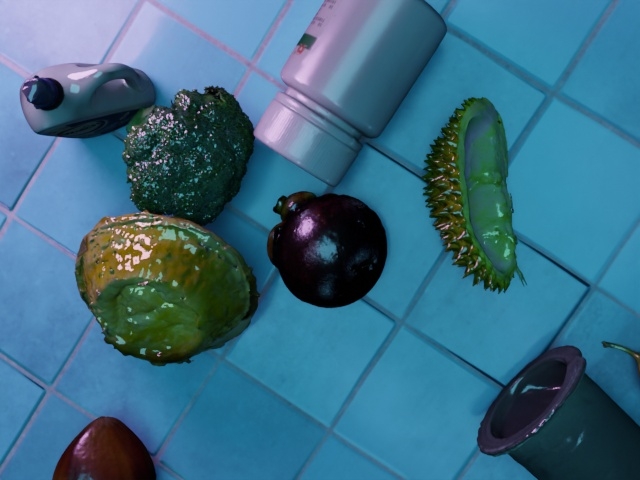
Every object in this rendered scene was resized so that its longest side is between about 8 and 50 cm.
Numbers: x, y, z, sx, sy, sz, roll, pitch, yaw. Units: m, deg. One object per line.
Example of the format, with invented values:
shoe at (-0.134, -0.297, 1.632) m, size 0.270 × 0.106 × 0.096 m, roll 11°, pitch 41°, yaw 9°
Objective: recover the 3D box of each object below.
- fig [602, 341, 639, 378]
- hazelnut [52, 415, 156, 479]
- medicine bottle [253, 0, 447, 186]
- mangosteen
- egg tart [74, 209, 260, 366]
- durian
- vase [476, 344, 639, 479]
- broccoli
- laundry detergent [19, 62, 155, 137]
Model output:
fig at (0.585, 0.226, 1.406) m, size 0.166 × 0.093 × 0.093 m, roll 45°, pitch 97°, yaw 4°
hazelnut at (-0.403, 0.427, 1.485) m, size 0.208 × 0.208 × 0.208 m, roll 0°, pitch 93°, yaw 7°
medicine bottle at (0.044, -0.280, 1.386) m, size 0.208 × 0.208 × 0.339 m, roll 34°, pitch 96°, yaw 4°
mangosteen at (0.000, 0.000, 1.422) m, size 0.250 × 0.211 × 0.211 m, roll 41°, pitch 97°, yaw 34°
egg tart at (-0.284, 0.103, 1.416) m, size 0.345 × 0.132 × 0.345 m, roll 4°, pitch 126°, yaw 6°
durian at (0.273, -0.075, 1.400) m, size 0.169 × 0.157 × 0.355 m, roll -11°, pitch 92°, yaw -10°
vase at (0.450, 0.365, 1.367) m, size 0.291 × 0.245 × 0.245 m, roll 44°, pitch 97°, yaw -3°
broccoli at (-0.244, -0.157, 1.434) m, size 0.270 × 0.270 × 0.270 m, roll 35°, pitch 97°, yaw 37°
laundry detergent at (-0.421, -0.256, 1.405) m, size 0.215 × 0.280 × 0.105 m, roll -21°, pitch 89°, yaw 7°
